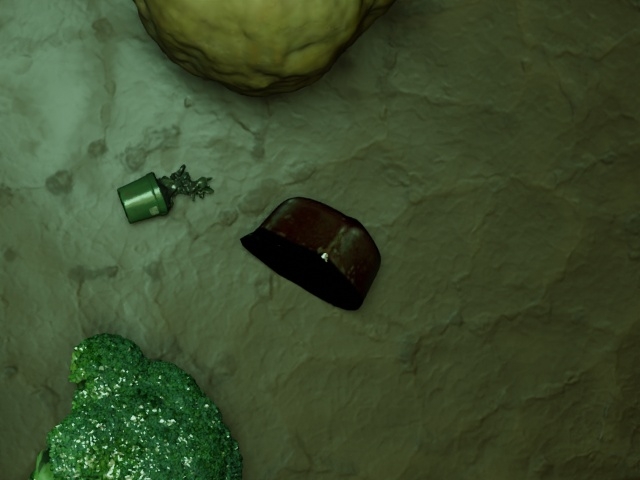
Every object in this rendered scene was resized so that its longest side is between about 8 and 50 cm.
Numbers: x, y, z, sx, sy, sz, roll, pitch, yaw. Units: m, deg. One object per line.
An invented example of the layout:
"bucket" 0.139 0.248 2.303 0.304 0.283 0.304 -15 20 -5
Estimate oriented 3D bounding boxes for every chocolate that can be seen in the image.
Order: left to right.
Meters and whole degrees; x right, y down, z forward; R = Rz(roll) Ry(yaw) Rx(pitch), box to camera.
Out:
"chocolate" 0.000 0.000 1.622 0.148 0.125 0.080 31 71 -2

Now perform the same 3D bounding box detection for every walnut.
"walnut" -0.054 -0.302 1.492 0.306 0.344 0.306 0 86 1

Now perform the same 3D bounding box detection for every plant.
"plant" -0.164 -0.054 1.628 0.102 0.051 0.051 -20 93 -11

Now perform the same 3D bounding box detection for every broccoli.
"broccoli" -0.214 0.236 1.559 0.269 0.254 0.269 -5 79 26
